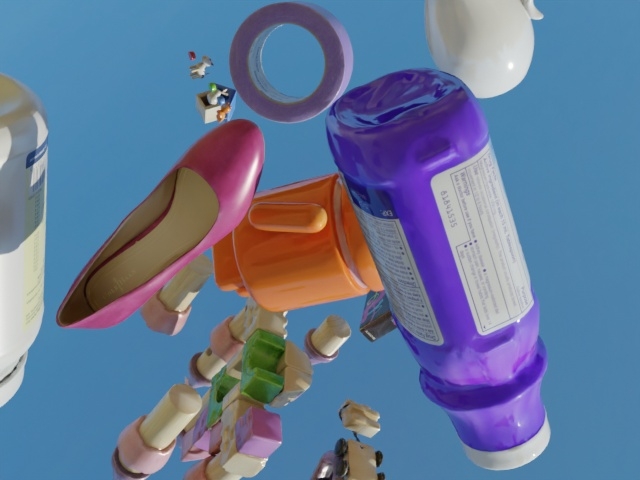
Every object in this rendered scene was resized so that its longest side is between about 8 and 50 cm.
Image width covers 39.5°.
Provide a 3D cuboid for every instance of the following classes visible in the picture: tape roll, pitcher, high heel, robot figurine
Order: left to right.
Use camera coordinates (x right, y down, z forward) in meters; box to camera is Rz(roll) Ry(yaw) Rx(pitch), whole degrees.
[{"bbox_3d":[-0.145,-0.011,0.795,0.244,0.117,0.082,-41,-93,28],"label":"high heel"},{"bbox_3d":[-0.046,-0.287,1.430,0.189,0.080,0.189,4,-73,12],"label":"tape roll"},{"bbox_3d":[-0.001,0.000,0.886,0.219,0.158,0.128,-13,-145,19],"label":"robot figurine"},{"bbox_3d":[0.202,-0.280,1.055,0.178,0.207,0.125,-11,-138,24],"label":"pitcher"}]

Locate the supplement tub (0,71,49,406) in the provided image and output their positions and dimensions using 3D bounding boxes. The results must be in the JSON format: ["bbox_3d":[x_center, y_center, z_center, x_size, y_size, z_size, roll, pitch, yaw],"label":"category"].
[{"bbox_3d":[-0.398,0.003,0.894,0.235,0.324,0.235,9,-154,-4],"label":"supplement tub"}]

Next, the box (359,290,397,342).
[{"bbox_3d":[0.108,0.045,1.101,0.116,0.029,0.162,-35,-162,29],"label":"box"}]

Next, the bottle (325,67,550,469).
[{"bbox_3d":[0.091,0.030,0.599,0.092,0.282,0.118,-25,-155,-5],"label":"bottle"}]

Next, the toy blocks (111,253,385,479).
[{"bbox_3d":[-0.120,0.233,1.196,0.260,0.309,0.288,-50,-153,34],"label":"toy blocks"}]

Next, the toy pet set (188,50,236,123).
[{"bbox_3d":[-0.162,-0.240,1.452,0.065,0.114,0.122,-21,-118,-21],"label":"toy pet set"}]
